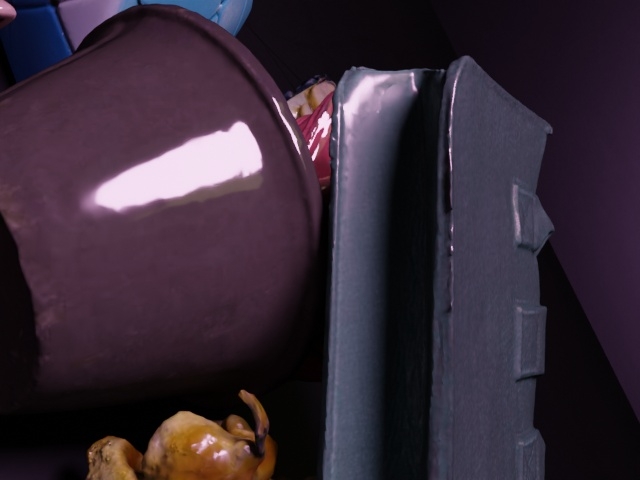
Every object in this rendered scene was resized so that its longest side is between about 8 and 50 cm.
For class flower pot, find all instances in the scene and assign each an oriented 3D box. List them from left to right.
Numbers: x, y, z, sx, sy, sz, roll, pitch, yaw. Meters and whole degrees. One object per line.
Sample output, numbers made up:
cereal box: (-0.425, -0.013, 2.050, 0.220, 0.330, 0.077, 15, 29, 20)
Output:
flower pot: (-0.144, 0.002, 0.504, 0.166, 0.269, 0.269, -22, 82, -43)

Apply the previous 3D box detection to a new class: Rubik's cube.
Rubik's cube: (-0.153, -0.174, 0.657, 0.254, 0.254, 0.254, 44, 28, -32)

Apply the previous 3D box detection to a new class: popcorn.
popcorn: (-0.047, 0.195, 0.515, 0.168, 0.173, 0.195, -8, 78, -23)

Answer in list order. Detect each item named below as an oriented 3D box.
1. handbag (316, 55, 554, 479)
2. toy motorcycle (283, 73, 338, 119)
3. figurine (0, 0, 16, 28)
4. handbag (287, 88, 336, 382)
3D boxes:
handbag: (0.085, 0.064, 0.528, 0.238, 0.089, 0.326, 10, 79, -60)
toy motorcycle: (-0.011, -0.051, 0.880, 0.237, 0.169, 0.410, 53, 31, 2)
figurine: (-0.265, -0.119, 0.485, 0.125, 0.138, 0.125, 46, 31, -38)
handbag: (0.000, 0.000, 0.649, 0.146, 0.135, 0.225, 34, 67, -20)
